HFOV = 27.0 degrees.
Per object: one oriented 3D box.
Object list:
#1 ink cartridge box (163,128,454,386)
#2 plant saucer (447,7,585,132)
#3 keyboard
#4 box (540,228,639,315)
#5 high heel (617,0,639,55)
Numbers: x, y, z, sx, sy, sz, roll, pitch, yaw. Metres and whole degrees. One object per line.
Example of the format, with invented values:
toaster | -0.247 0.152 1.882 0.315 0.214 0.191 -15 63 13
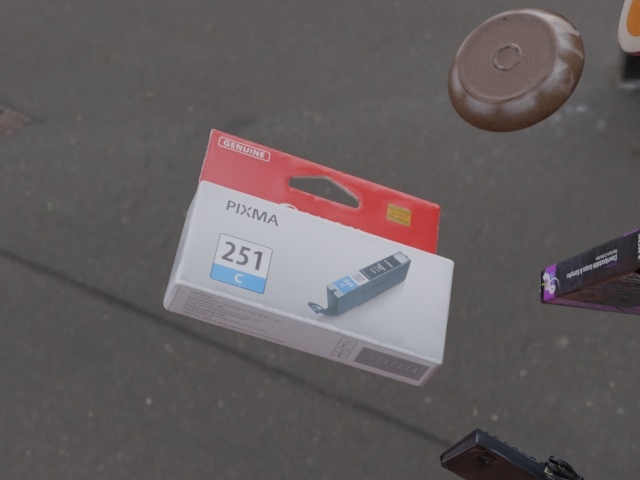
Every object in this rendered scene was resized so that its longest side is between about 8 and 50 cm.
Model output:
ink cartridge box | 0.000 0.000 1.466 0.296 0.066 0.261 18 52 -10
plant saucer | 0.261 -0.243 1.829 0.199 0.036 0.198 -13 59 23
keyboard | 0.201 0.214 1.151 0.180 0.108 0.023 29 60 -9
box | 0.230 0.025 0.883 0.116 0.162 0.029 7 76 -12
high heel | 0.362 -0.243 1.133 0.117 0.244 0.082 6 41 -46
